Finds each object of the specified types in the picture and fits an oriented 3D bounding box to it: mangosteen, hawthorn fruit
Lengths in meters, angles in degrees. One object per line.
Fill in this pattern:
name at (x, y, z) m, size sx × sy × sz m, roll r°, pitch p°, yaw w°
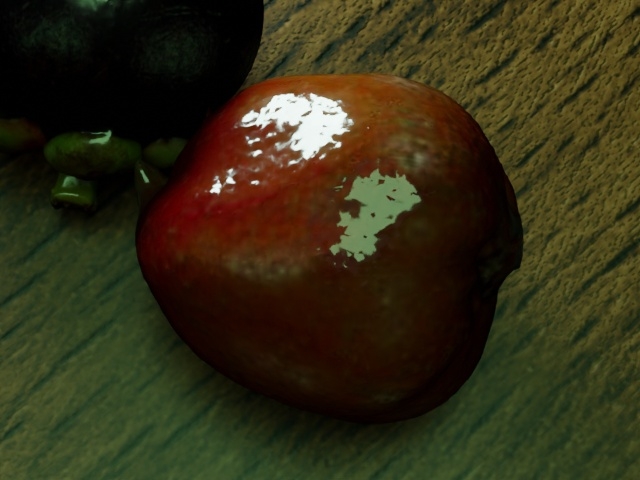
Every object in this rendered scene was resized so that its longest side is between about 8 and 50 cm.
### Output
mangosteen at (-0.191, -0.167, 1.208) m, size 0.275 × 0.275 × 0.302 m, roll 12°, pitch 104°, yaw 1°
hawthorn fruit at (0.012, 0.008, 1.135) m, size 0.311 × 0.295 × 0.295 m, roll -13°, pitch 72°, yaw -7°
